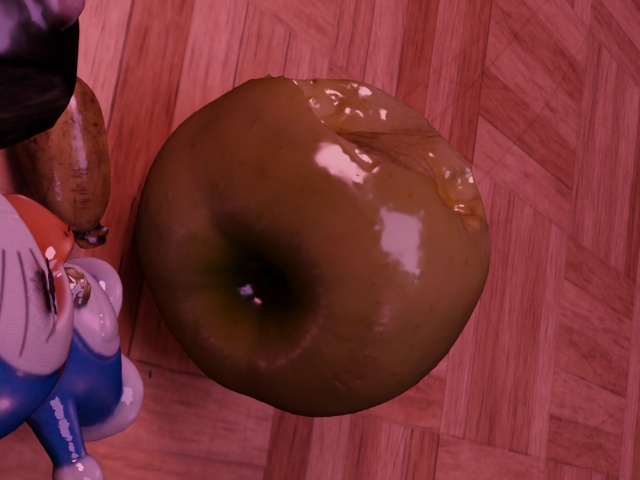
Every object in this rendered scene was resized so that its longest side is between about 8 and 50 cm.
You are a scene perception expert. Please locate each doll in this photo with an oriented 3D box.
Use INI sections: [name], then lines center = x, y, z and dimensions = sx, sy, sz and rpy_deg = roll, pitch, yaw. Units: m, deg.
[doll]
center = -0.189, 0.051, 0.616
dimensions = 0.215, 0.161, 0.257
rpy_deg = 62, 13, 18

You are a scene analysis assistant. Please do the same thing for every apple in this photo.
[apple]
center = 0.000, 0.000, 0.820
dimensions = 0.279, 0.279, 0.279
rpy_deg = 0, 91, -56

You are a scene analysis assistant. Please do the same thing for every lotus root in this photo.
[lotus root]
center = -0.176, -0.068, 0.726
dimensions = 0.072, 0.063, 0.152
rpy_deg = -119, -160, -82

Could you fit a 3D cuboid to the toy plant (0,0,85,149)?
[toy plant]
center = -0.230, -0.169, 0.573
dimensions = 0.218, 0.175, 0.235
rpy_deg = 8, 56, -63
